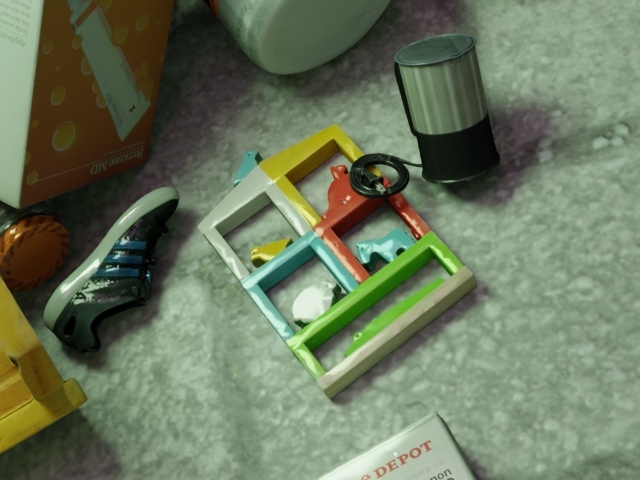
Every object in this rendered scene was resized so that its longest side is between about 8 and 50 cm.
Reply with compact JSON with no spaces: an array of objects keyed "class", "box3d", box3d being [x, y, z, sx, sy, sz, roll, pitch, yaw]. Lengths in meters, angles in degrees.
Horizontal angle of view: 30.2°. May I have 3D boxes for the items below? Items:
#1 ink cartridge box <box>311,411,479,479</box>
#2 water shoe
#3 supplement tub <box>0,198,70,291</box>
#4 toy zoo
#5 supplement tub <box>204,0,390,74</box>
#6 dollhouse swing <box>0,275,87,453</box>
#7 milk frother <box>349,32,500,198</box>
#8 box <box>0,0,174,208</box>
[{"class":"ink cartridge box","box3d":[0.091,0.286,1.039,0.158,0.092,0.218,-29,57,0]},{"class":"water shoe","box3d":[-0.209,0.034,1.282,0.080,0.073,0.203,40,84,7]},{"class":"supplement tub","box3d":[-0.373,-0.032,1.326,0.190,0.117,0.117,39,79,29]},{"class":"toy zoo","box3d":[0.000,0.000,1.248,0.192,0.030,0.293,-37,59,-4]},{"class":"supplement tub","box3d":[-0.080,-0.369,1.333,0.207,0.207,0.338,-35,69,-3]},{"class":"dollhouse swing","box3d":[-0.417,0.072,1.102,0.315,0.305,0.347,-31,92,0]},{"class":"milk frother","box3d":[0.095,-0.123,1.206,0.143,0.134,0.129,-33,29,-33]},{"class":"box","box3d":[-0.284,-0.240,1.245,0.168,0.345,0.215,26,29,22]}]
